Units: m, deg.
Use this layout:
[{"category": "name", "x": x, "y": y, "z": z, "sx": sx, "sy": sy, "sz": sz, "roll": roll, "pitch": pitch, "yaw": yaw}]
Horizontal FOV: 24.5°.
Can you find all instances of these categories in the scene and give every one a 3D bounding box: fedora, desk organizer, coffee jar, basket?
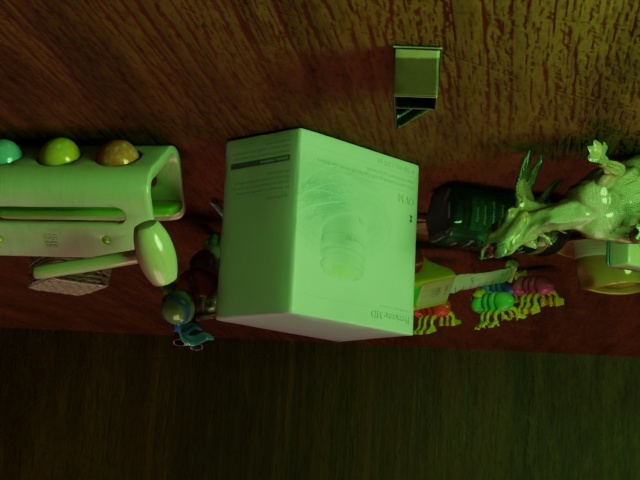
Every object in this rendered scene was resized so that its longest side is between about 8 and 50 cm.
[{"category": "fedora", "x": 0.457, "y": 0.040, "z": 2.286, "sx": 0.194, "sy": 0.079, "sz": 0.194, "roll": 4, "pitch": 170, "yaw": 1}, {"category": "desk organizer", "x": 0.095, "y": -0.148, "z": 1.452, "sx": 0.047, "sy": 0.050, "sz": 0.130, "roll": 3, "pitch": 170, "yaw": 4}, {"category": "coffee jar", "x": 0.244, "y": -0.025, "z": 2.003, "sx": 0.184, "sy": 0.079, "sz": 0.096, "roll": 6, "pitch": 170, "yaw": -15}, {"category": "basket", "x": -0.418, "y": 0.031, "z": 2.468, "sx": 0.113, "sy": 0.103, "sz": 0.167, "roll": 9, "pitch": 169, "yaw": -25}]

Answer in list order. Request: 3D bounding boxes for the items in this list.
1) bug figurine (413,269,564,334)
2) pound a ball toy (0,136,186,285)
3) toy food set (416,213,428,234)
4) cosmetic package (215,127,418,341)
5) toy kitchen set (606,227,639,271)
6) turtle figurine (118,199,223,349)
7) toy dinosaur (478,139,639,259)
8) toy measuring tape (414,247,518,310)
[{"category": "bug figurine", "x": 0.293, "y": 0.100, "z": 2.579, "sx": 0.279, "sy": 0.072, "sz": 0.216, "roll": -14, "pitch": -173, "yaw": -43}, {"category": "pound a ball toy", "x": -0.308, "y": -0.048, "z": 1.814, "sx": 0.319, "sy": 0.136, "sz": 0.208, "roll": 1, "pitch": -155, "yaw": 15}, {"category": "toy food set", "x": 0.173, "y": -0.022, "z": 2.204, "sx": 0.083, "sy": 0.020, "sz": 0.082, "roll": 2, "pitch": 170, "yaw": 7}, {"category": "cosmetic package", "x": 0.000, "y": 0.000, "z": 1.815, "sx": 0.138, "sy": 0.225, "sz": 0.224, "roll": -6, "pitch": 167, "yaw": 43}, {"category": "toy kitchen set", "x": 0.426, "y": -0.006, "z": 1.924, "sx": 0.207, "sy": 0.122, "sz": 0.166, "roll": 10, "pitch": 168, "yaw": -29}, {"category": "turtle figurine", "x": -0.175, "y": 0.014, "z": 2.302, "sx": 0.197, "sy": 0.275, "sz": 0.266, "roll": -25, "pitch": 180, "yaw": 22}, {"category": "toy dinosaur", "x": 0.341, "y": -0.053, "z": 1.733, "sx": 0.295, "sy": 0.127, "sz": 0.200, "roll": -5, "pitch": -179, "yaw": -24}, {"category": "toy measuring tape", "x": 0.175, "y": 0.051, "z": 2.449, "sx": 0.330, "sy": 0.121, "sz": 0.121, "roll": -11, "pitch": 179, "yaw": -33}]
